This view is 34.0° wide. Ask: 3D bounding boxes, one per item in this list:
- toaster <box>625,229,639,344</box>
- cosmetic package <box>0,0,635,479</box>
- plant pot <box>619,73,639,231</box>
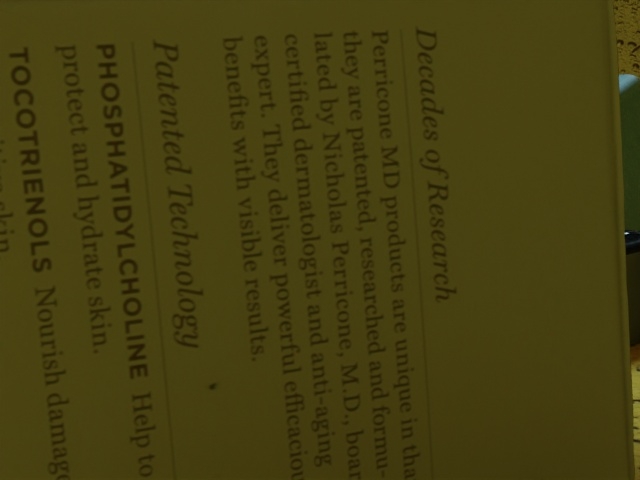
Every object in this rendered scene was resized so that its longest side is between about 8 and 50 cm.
[{"bbox_3d":[0.245,0.047,1.066,0.186,0.110,0.168,-10,7,-35],"label":"toaster"},{"bbox_3d":[-0.055,0.014,0.699,0.394,0.327,0.329,-8,7,-20],"label":"cosmetic package"},{"bbox_3d":[0.310,-0.066,1.488,0.252,0.247,0.248,-32,20,-32],"label":"plant pot"}]
